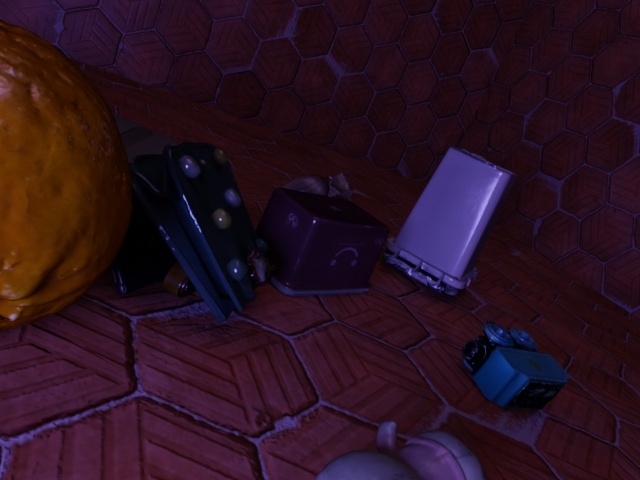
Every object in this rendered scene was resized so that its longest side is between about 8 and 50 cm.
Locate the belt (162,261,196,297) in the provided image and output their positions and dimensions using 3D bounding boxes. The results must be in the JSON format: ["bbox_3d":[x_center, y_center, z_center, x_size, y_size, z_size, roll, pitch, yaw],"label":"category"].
[{"bbox_3d":[-0.216,0.059,0.791,0.036,0.059,0.083,27,15,10],"label":"belt"}]

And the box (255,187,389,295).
[{"bbox_3d":[0.000,0.000,1.064,0.294,0.167,0.193,4,24,-47],"label":"box"}]

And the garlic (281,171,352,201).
[{"bbox_3d":[-0.015,-0.075,1.248,0.160,0.191,0.214,54,23,5],"label":"garlic"}]

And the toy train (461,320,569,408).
[{"bbox_3d":[0.369,0.244,0.945,0.198,0.107,0.154,14,28,-29],"label":"toy train"}]

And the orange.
[{"bbox_3d":[-0.364,-0.048,0.490,0.340,0.340,0.293,4,50,-47],"label":"orange"}]

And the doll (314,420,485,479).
[{"bbox_3d":[0.078,0.262,0.497,0.275,0.113,0.155,6,28,-46],"label":"doll"}]

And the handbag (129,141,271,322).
[{"bbox_3d":[-0.171,-0.035,0.808,0.274,0.100,0.269,62,7,-9],"label":"handbag"}]

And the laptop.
[{"bbox_3d":[-0.285,-0.025,0.769,0.016,0.197,0.135,-7,8,23],"label":"laptop"}]

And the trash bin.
[{"bbox_3d":[0.359,-0.056,1.343,0.256,0.368,0.296,33,20,23],"label":"trash bin"}]

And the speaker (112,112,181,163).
[{"bbox_3d":[-0.469,-0.154,0.896,0.406,0.183,0.184,23,23,-1],"label":"speaker"}]
